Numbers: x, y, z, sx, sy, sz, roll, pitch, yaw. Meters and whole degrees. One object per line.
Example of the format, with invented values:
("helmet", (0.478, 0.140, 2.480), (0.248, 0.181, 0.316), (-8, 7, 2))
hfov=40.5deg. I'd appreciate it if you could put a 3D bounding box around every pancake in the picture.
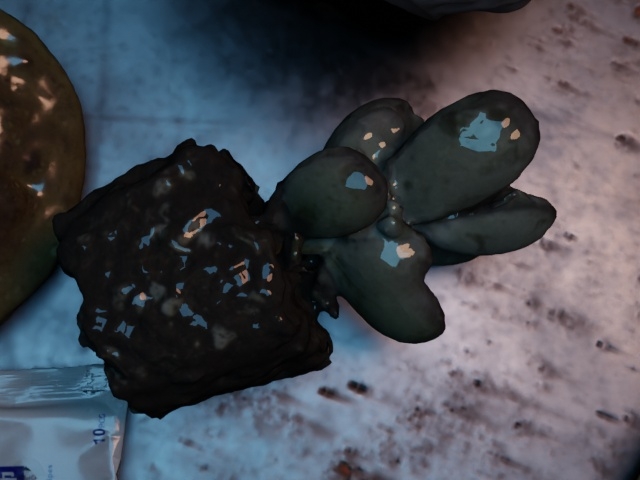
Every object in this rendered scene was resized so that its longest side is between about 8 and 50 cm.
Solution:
("pancake", (-0.246, -0.045, 0.487), (0.241, 0.050, 0.242), (1, 88, -32))

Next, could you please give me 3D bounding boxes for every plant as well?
("plant", (-0.001, 0.000, 0.496), (0.274, 0.146, 0.149), (-19, 80, -7))

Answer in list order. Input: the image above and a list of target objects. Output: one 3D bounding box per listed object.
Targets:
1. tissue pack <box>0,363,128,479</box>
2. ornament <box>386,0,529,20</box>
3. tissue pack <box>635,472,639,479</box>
("tissue pack", (-0.173, 0.172, 0.516), (0.122, 0.026, 0.193), (-2, 82, -4))
("ornament", (0.051, -0.288, 0.447), (0.336, 0.337, 0.337), (1, 81, -4))
("tissue pack", (0.241, 0.230, 0.509), (0.183, 0.092, 0.226), (40, 78, 3))
